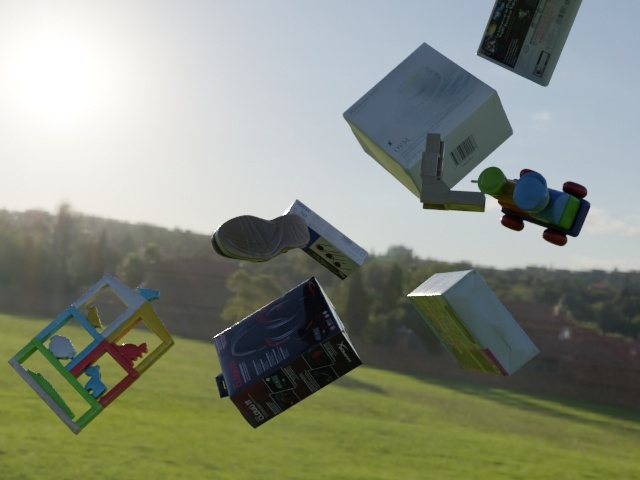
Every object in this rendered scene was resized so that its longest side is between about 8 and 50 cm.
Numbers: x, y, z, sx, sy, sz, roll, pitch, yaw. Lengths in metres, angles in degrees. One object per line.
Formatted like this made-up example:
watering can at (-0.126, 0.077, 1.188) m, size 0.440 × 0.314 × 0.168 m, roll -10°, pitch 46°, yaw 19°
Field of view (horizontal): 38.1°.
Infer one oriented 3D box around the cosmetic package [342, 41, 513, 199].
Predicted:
cosmetic package at (0.205, -0.228, 1.796) m, size 0.225 × 0.224 × 0.138 m, roll 45°, pitch -5°, yaw 42°

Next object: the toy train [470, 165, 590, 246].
toy train at (0.305, -0.082, 1.530) m, size 0.248 × 0.105 × 0.143 m, roll 24°, pitch 2°, yaw 44°

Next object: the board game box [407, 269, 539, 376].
board game box at (0.326, 0.180, 2.038) m, size 0.097 × 0.224 × 0.303 m, roll -38°, pitch 1°, yaw -8°

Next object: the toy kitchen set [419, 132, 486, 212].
toy kitchen set at (0.159, -0.074, 1.090) m, size 0.075 × 0.083 × 0.068 m, roll 4°, pitch -12°, yaw 14°

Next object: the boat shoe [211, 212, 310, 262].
boat shoe at (-0.132, 0.003, 1.922) m, size 0.092 × 0.103 × 0.285 m, roll -30°, pitch -9°, yaw 33°

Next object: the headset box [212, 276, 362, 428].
headset box at (-0.087, 0.238, 1.940) m, size 0.293 × 0.110 × 0.218 m, roll -31°, pitch 33°, yaw 2°

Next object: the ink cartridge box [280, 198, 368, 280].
ink cartridge box at (0.000, 0.000, 2.122) m, size 0.207 × 0.046 × 0.097 m, roll 37°, pitch -34°, yaw -7°

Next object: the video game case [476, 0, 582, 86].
video game case at (0.408, -0.422, 1.818) m, size 0.173 × 0.191 × 0.022 m, roll 35°, pitch 29°, yaw 33°

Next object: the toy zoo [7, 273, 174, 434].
toy zoo at (-0.415, 0.197, 1.759) m, size 0.192 × 0.293 × 0.030 m, roll 44°, pitch -17°, yaw 12°
